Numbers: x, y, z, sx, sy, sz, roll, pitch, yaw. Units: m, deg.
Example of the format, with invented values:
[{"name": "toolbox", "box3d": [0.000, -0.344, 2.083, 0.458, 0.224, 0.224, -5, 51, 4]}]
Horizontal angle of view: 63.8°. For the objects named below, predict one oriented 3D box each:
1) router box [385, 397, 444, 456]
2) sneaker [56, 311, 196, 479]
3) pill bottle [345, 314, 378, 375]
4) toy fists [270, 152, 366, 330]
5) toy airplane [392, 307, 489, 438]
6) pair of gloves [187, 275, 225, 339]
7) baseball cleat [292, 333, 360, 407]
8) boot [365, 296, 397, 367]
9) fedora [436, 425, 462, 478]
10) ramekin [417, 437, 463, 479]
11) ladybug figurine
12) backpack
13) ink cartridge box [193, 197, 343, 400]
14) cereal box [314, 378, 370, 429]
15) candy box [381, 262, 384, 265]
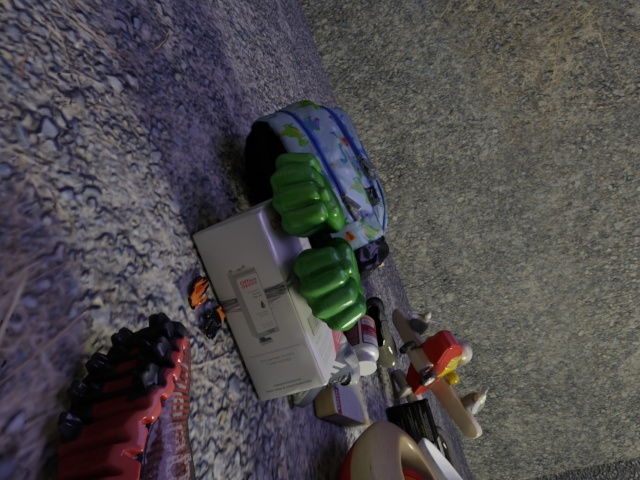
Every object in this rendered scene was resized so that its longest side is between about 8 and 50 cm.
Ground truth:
[{"name": "router box", "box3d": [0.292, 0.593, 1.588, 0.046, 0.133, 0.178, 26, 48, -70]}, {"name": "sneaker", "box3d": [-0.151, 0.190, 0.423, 0.276, 0.098, 0.135, -89, 157, -49]}, {"name": "pill bottle", "box3d": [0.111, 0.281, 1.382, 0.151, 0.086, 0.086, -91, 158, -49]}, {"name": "toy fists", "box3d": [0.000, 0.000, 0.776, 0.142, 0.096, 0.278, 3, 70, -74]}, {"name": "toy airplane", "box3d": [0.397, 0.436, 1.761, 0.384, 0.273, 0.385, 13, -57, 70]}, {"name": "pair of gloves", "box3d": [-0.159, 0.093, 0.713, 0.074, 0.010, 0.083, -78, 150, -68]}, {"name": "baseball cleat", "box3d": [0.023, 0.257, 0.977, 0.109, 0.072, 0.206, 48, 38, -8]}, {"name": "boot", "box3d": [0.180, 0.303, 1.598, 0.161, 0.084, 0.246, -45, 120, -80]}, {"name": "fedora", "box3d": [0.367, 0.749, 1.702, 0.275, 0.125, 0.243, 18, 53, -66]}, {"name": "ramekin", "box3d": [0.319, 0.692, 1.389, 0.277, 0.135, 0.277, 49, 2, -2]}, {"name": "ladybug figurine", "box3d": [0.129, 0.504, 0.924, 0.305, 0.162, 0.449, 58, 9, 6]}, {"name": "backpack", "box3d": [-0.014, -0.097, 1.030, 0.355, 0.273, 0.290, 52, -20, -6]}, {"name": "ink cartridge box", "box3d": [-0.071, 0.080, 0.845, 0.207, 0.117, 0.282, -51, 121, -74]}, {"name": "cereal box", "box3d": [0.039, 0.313, 1.132, 0.240, 0.048, 0.172, 49, 26, -56]}, {"name": "candy box", "box3d": [0.045, 0.035, 1.223, 0.109, 0.187, 0.053, 60, 19, -44]}]
